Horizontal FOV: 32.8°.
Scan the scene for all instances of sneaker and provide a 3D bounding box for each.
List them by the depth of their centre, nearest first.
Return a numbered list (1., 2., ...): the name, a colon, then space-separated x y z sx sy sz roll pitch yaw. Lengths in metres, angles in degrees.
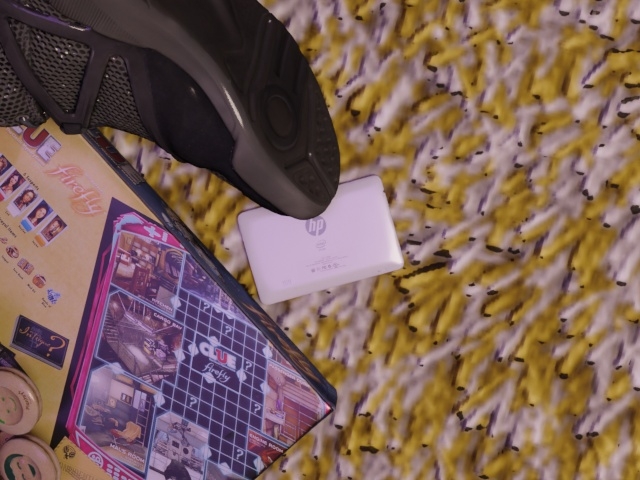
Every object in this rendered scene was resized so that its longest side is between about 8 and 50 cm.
1. sneaker: -0.092 -0.082 0.554 0.130 0.087 0.227 -18 137 38

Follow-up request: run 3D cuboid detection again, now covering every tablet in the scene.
1. tablet: 0.000 0.000 0.604 0.083 0.006 0.054 -16 92 5

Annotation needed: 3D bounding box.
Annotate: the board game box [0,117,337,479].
1. board game box: -0.131 0.052 0.600 0.165 0.042 0.243 -42 90 6

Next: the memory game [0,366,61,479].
1. memory game: -0.222 0.104 0.592 0.186 0.012 0.186 8 112 20
